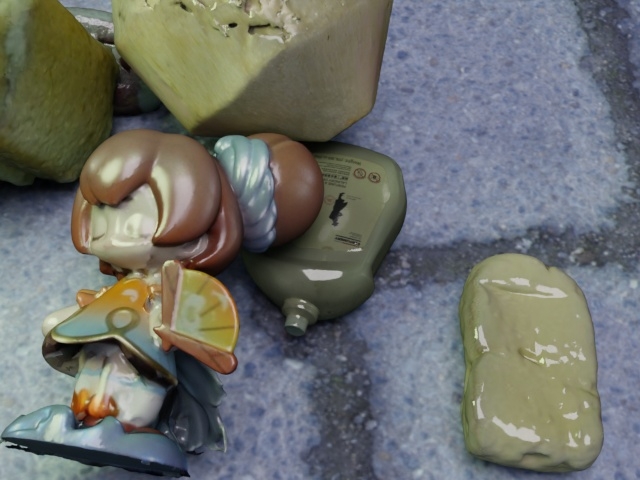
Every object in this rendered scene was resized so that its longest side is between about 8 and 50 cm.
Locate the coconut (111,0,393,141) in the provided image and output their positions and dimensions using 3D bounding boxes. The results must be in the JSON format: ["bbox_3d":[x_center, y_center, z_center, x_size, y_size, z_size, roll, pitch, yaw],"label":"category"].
[{"bbox_3d":[-0.074,-0.262,1.185,0.353,0.352,0.352,4,59,-6],"label":"coconut"}]

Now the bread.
[{"bbox_3d":[-0.432,-0.187,1.097,0.395,0.264,0.239,1,85,-9],"label":"bread"}]

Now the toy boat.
[{"bbox_3d":[-0.306,-0.248,1.293,0.227,0.085,0.155,9,60,-3],"label":"toy boat"}]

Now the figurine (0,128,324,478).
[{"bbox_3d":[-0.167,0.048,1.040,0.277,0.248,0.388,-2,68,27],"label":"figurine"}]

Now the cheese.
[{"bbox_3d":[0.238,0.138,1.142,0.159,0.093,0.263,10,57,-6],"label":"cheese"}]

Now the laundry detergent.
[{"bbox_3d":[0.000,0.000,1.187,0.181,0.091,0.253,16,59,6],"label":"laundry detergent"}]
